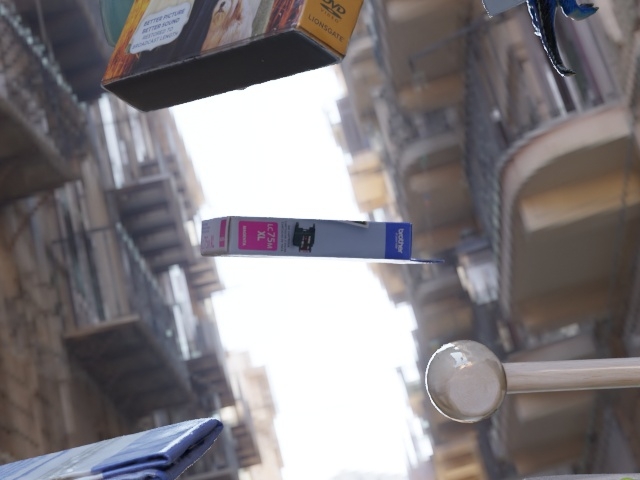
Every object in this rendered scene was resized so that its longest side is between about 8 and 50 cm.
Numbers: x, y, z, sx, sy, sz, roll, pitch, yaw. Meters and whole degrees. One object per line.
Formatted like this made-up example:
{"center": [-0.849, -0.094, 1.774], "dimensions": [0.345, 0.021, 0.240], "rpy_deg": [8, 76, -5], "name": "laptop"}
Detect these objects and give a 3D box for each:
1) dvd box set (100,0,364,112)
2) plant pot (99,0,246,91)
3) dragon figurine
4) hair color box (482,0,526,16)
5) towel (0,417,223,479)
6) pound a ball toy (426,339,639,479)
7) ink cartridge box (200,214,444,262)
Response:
{"center": [-0.033, -0.331, 1.324], "dimensions": [0.062, 0.420, 0.307], "rpy_deg": [32, -23, -34], "name": "dvd box set"}
{"center": [-0.146, -0.324, 1.797], "dimensions": [0.293, 0.293, 0.235], "rpy_deg": [15, -83, -45], "name": "plant pot"}
{"center": [0.259, -0.323, 1.691], "dimensions": [0.085, 0.289, 0.144], "rpy_deg": [-15, -44, 37], "name": "dragon figurine"}
{"center": [0.219, -0.347, 1.377], "dimensions": [0.185, 0.374, 0.113], "rpy_deg": [-24, -71, 15], "name": "hair color box"}
{"center": [-0.229, 0.196, 1.124], "dimensions": [0.285, 0.034, 0.209], "rpy_deg": [-14, 0, 7], "name": "towel"}
{"center": [0.216, 0.156, 0.767], "dimensions": [0.319, 0.208, 0.136], "rpy_deg": [-3, 1, 10], "name": "pound a ball toy"}
{"center": [0.000, 0.000, 2.017], "dimensions": [0.311, 0.065, 0.186], "rpy_deg": [4, -2, -16], "name": "ink cartridge box"}
